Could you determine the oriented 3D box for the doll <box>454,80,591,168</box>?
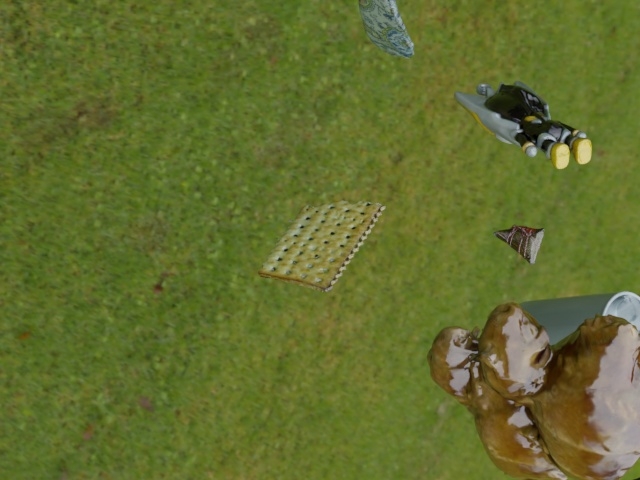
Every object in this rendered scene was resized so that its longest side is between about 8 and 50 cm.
[{"bbox_3d":[0.389,-0.228,1.750,0.145,0.316,0.103,-33,128,-5],"label":"doll"}]

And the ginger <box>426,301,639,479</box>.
[{"bbox_3d":[0.289,0.186,1.176,0.152,0.357,0.274,-43,95,-28],"label":"ginger"}]

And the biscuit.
[{"bbox_3d":[0.000,-0.001,1.474,0.203,0.144,0.016,-57,146,-37],"label":"biscuit"}]

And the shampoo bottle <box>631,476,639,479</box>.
[{"bbox_3d":[0.640,0.387,1.539,0.127,0.257,0.078,65,28,1],"label":"shampoo bottle"}]

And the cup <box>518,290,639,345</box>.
[{"bbox_3d":[0.559,0.223,2.057,0.205,0.312,0.205,5,81,-37],"label":"cup"}]

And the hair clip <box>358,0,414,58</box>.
[{"bbox_3d":[0.072,-0.277,1.078,0.036,0.066,0.229,-52,157,-14],"label":"hair clip"}]

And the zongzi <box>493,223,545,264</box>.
[{"bbox_3d":[0.341,-0.005,1.621,0.073,0.083,0.067,4,109,-22],"label":"zongzi"}]
